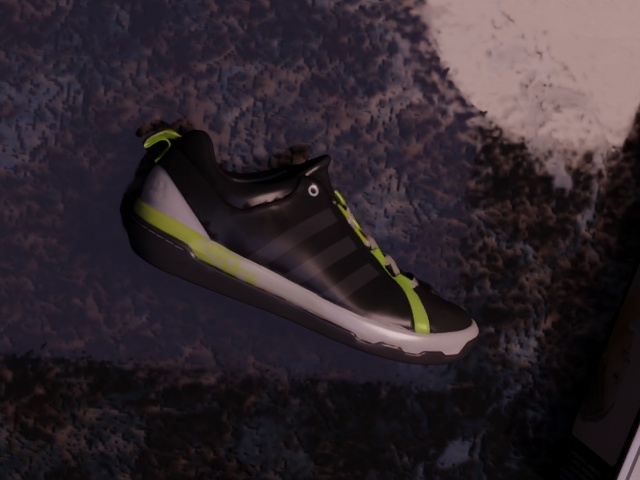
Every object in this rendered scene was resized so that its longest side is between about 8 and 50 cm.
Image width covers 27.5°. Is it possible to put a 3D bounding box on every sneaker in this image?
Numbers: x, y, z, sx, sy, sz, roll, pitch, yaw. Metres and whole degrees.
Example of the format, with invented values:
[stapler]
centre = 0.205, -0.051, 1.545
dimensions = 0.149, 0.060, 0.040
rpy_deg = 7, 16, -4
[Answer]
[sneaker]
centre = 0.000, 0.000, 0.775
dimensions = 0.235, 0.084, 0.097
rpy_deg = 22, 94, -15

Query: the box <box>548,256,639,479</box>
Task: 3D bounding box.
[box]
centre = 0.285, 0.066, 0.847
dimensions = 0.169, 0.087, 0.290
rpy_deg = 21, 96, -15
